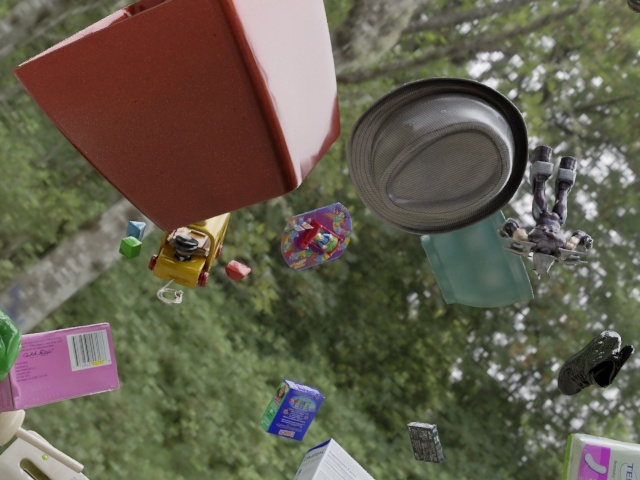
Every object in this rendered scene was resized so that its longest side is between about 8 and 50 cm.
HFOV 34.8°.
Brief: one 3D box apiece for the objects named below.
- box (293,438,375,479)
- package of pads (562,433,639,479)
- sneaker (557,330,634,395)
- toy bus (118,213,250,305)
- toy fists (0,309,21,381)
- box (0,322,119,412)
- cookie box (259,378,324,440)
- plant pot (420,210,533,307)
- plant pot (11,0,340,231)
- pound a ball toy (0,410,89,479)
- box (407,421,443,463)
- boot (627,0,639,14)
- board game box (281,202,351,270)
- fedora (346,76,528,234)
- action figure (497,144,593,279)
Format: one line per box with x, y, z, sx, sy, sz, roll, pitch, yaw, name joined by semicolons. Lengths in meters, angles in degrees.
0.019;0.468;1.913;0.126;0.137;0.072;46;-50;-11;box
0.506;0.481;1.669;0.229;0.296;0.101;10;-10;3;package of pads
0.425;0.202;1.592;0.051;0.089;0.170;32;-58;-4;sneaker
-0.217;-0.002;1.704;0.202;0.191;0.104;43;-53;37;toy bus
-0.476;0.104;1.330;0.279;0.096;0.142;11;-39;49;toy fists
-0.504;0.220;1.720;0.243;0.213;0.117;-13;-95;38;box
-0.058;0.344;2.068;0.092;0.107;0.040;23;10;-34;cookie box
0.352;0.036;2.400;0.293;0.196;0.293;-21;90;-85;plant pot
-0.122;-0.166;1.140;0.267;0.267;0.236;-16;-71;26;plant pot
-0.525;0.484;1.960;0.319;0.136;0.208;42;-29;1;pound a ball toy
0.223;0.429;2.169;0.067;0.018;0.083;-4;-75;45;box
0.482;-0.295;1.422;0.076;0.189;0.208;33;-31;30;boot
0.000;0.000;2.124;0.033;0.169;0.133;42;-38;50;board game box
0.171;-0.109;1.492;0.124;0.275;0.243;-74;147;-69;fedora
0.454;-0.044;2.028;0.185;0.285;0.099;16;-29;-3;action figure
